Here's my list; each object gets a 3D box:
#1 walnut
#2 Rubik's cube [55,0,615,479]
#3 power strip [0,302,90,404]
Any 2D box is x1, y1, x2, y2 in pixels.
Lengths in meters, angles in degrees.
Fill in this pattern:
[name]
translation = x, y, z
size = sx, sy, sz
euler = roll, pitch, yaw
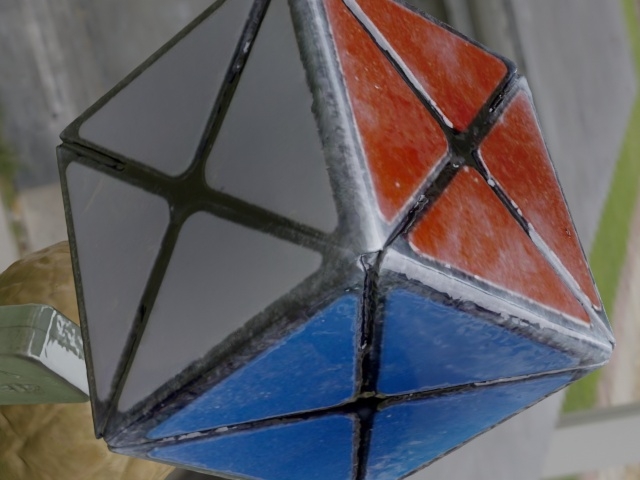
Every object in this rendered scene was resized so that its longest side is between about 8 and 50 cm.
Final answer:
[walnut]
translation = -0.250, 0.143, 1.676
size = 0.252, 0.313, 0.277
euler = -32, 89, -38
[Rubik's cube]
translation = 0.000, 0.000, 1.069
size = 0.259, 0.260, 0.255
euler = 25, 41, -44
[power strip]
translation = -0.314, 0.096, 1.312
size = 0.093, 0.288, 0.053
euler = 43, 50, -48
